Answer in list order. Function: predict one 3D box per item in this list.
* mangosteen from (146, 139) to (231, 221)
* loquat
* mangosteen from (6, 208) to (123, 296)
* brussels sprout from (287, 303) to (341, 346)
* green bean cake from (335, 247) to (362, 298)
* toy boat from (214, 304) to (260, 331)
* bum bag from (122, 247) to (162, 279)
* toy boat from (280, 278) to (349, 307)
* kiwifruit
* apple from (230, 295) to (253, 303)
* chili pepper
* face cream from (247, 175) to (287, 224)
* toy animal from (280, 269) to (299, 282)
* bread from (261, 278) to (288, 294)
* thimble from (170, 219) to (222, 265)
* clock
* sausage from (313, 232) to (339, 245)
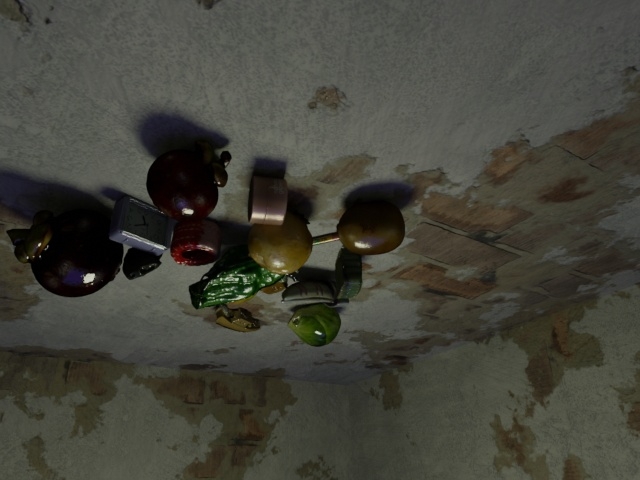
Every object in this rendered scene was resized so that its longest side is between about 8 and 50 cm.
[{"bbox_3d":[-0.365,-0.177,1.320,0.257,0.215,0.215,-41,143,3],"label":"mangosteen"},{"bbox_3d":[-0.133,-0.003,1.607,0.243,0.244,0.244,-2,151,-1],"label":"loquat"},{"bbox_3d":[-0.836,0.030,1.528,0.307,0.307,0.347,-27,135,36],"label":"mangosteen"},{"bbox_3d":[-0.033,0.444,2.448,0.271,0.210,0.219,16,144,-2],"label":"brussels sprout"},{"bbox_3d":[0.119,0.138,1.933,0.094,0.173,0.181,2,148,-7],"label":"green bean cake"},{"bbox_3d":[-0.431,0.423,2.480,0.121,0.089,0.321,-30,143,20],"label":"toy boat"},{"bbox_3d":[-0.636,0.056,1.675,0.142,0.326,0.080,-14,110,-13],"label":"bum bag"},{"bbox_3d":[-0.028,0.226,2.079,0.293,0.111,0.276,10,-171,-7],"label":"toy boat"},{"bbox_3d":[0.170,-0.042,1.594,0.234,0.196,0.196,-2,151,-5],"label":"kiwifruit"},{"bbox_3d":[-0.340,0.167,1.922,0.196,0.196,0.196,-2,151,-1],"label":"apple"},{"bbox_3d":[-0.319,0.118,1.748,0.385,0.167,0.213,-24,131,-19],"label":"chili pepper"},{"bbox_3d":[-0.168,-0.125,1.456,0.104,0.149,0.149,4,150,-15],"label":"face cream"},{"bbox_3d":[-0.150,0.109,1.934,0.121,0.094,0.225,0,151,-4],"label":"toy animal"},{"bbox_3d":[-0.221,0.184,2.088,0.140,0.069,0.128,-23,145,29],"label":"bread"},{"bbox_3d":[-0.454,0.007,1.693,0.189,0.125,0.163,-18,145,26],"label":"thimble"},{"bbox_3d":[-0.601,-0.047,1.561,0.073,0.145,0.193,-25,145,33],"label":"clock"},{"bbox_3d":[0.000,0.000,1.818,0.223,0.029,0.029,-12,149,16],"label":"sausage"}]
